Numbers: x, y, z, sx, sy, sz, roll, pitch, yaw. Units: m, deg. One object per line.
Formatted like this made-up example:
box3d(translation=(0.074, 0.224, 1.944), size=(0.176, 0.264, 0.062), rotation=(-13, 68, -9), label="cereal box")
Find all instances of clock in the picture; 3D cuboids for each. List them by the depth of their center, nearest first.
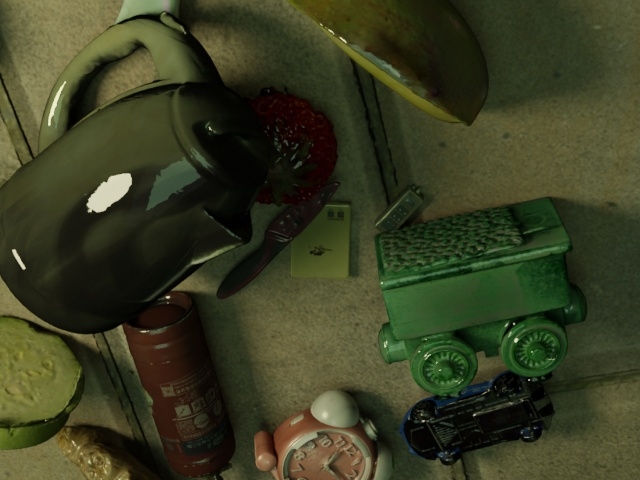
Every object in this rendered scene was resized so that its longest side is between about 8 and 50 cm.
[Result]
box3d(translation=(0.008, 0.295, 1.562), size=(0.162, 0.092, 0.166), rotation=(-30, 112, 9), label="clock")

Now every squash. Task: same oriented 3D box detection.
box3d(translation=(-0.430, 0.209, 1.470), size=(0.220, 0.220, 0.133), rotation=(16, 115, -4), label="squash")

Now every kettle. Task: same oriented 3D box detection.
box3d(translation=(-0.210, -0.096, 1.279), size=(0.324, 0.228, 0.320), rotation=(-32, 70, 33), label="kettle")

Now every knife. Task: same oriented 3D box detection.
box3d(translation=(-0.059, -0.001, 1.432), size=(0.035, 0.018, 0.247), rotation=(44, 118, -4), label="knife")

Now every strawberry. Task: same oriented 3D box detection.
box3d(translation=(-0.049, -0.107, 1.343), size=(0.145, 0.086, 0.145), rotation=(7, 124, 10), label="strawberry")

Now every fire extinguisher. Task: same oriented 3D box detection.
box3d(translation=(-0.192, 0.247, 1.522), size=(0.102, 0.138, 0.344), rotation=(16, 128, 43), label="fire extinguisher")

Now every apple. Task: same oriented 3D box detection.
box3d(translation=(0.091, -0.225, 1.217), size=(0.265, 0.193, 0.120), rotation=(33, 106, -10), label="apple")

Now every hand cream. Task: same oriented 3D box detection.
box3d(translation=(-0.182, -0.318, 1.262), size=(0.078, 0.050, 0.204), rotation=(14, 123, -6), label="hand cream")

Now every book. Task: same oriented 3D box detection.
box3d(translation=(0.000, 0.000, 1.437), size=(0.077, 0.014, 0.111), rotation=(3, 118, 5), label="book")

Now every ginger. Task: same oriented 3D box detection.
box3d(translation=(-0.284, 0.337, 1.586), size=(0.213, 0.137, 0.074), rotation=(48, 69, -14), label="ginger")

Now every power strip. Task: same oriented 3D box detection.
box3d(translation=(0.101, -0.038, 1.408), size=(0.027, 0.017, 0.083), rotation=(34, 117, -15), label="power strip")

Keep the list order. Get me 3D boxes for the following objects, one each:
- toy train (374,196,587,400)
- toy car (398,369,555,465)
box3d(translation=(0.196, 0.076, 1.383), size=(0.266, 0.145, 0.201), rotation=(-12, 116, 5), label="toy train")
box3d(translation=(0.212, 0.239, 1.524), size=(0.216, 0.063, 0.103), rotation=(-20, 115, 21), label="toy car")
